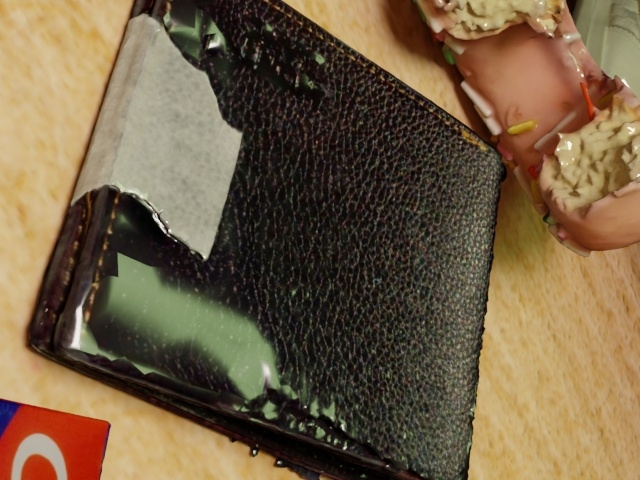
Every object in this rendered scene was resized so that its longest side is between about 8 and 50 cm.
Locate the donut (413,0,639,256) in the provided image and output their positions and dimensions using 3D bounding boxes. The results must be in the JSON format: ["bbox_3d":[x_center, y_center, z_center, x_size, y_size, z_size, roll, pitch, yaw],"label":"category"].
[{"bbox_3d":[0.138,-0.094,0.621,0.233,0.085,0.199,61,10,9],"label":"donut"}]

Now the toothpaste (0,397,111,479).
[{"bbox_3d":[-0.140,0.209,0.316,0.076,0.066,0.320,23,67,-43],"label":"toothpaste"}]

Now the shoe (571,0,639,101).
[{"bbox_3d":[0.256,-0.183,0.791,0.103,0.098,0.275,70,34,-57],"label":"shoe"}]

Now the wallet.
[{"bbox_3d":[0.000,0.000,0.513,0.262,0.071,0.221,30,62,-34],"label":"wallet"}]
